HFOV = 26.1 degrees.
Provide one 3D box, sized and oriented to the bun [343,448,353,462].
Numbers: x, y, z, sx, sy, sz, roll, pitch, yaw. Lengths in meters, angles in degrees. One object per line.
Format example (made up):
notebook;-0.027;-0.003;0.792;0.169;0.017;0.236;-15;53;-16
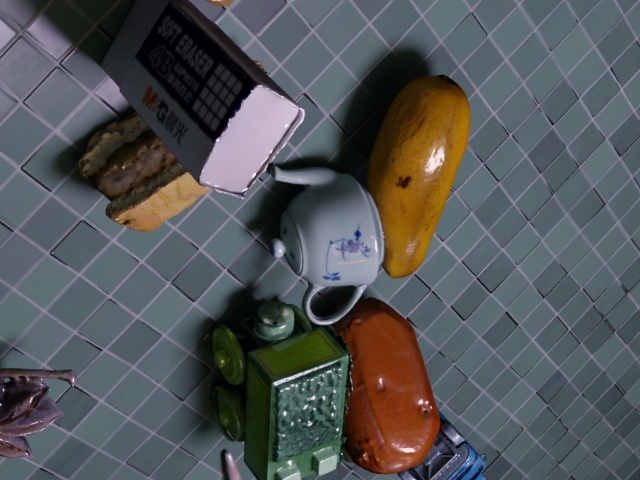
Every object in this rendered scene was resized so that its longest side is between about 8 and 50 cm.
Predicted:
bun;0.079;0.340;2.275;0.086;0.086;0.054;11;73;-43

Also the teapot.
teapot;0.000;0.000;1.892;0.159;0.159;0.232;-16;100;-29

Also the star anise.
star anise;-0.427;0.225;1.764;0.262;0.081;0.230;-39;138;8

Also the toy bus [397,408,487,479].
toy bus;0.151;0.305;2.169;0.113;0.246;0.134;-45;141;2

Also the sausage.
sausage;0.083;0.212;2.044;0.153;0.268;0.141;-12;168;-20

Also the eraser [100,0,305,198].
eraser;-0.140;-0.173;1.538;0.086;0.287;0.130;22;106;-42

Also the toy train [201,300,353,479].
toy train;-0.058;0.218;1.977;0.159;0.188;0.271;-18;133;-27

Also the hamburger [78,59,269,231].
hamburger;-0.164;-0.117;1.700;0.262;0.124;0.131;-33;155;-8

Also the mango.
mango;0.126;-0.093;1.915;0.177;0.120;0.294;-61;170;-58

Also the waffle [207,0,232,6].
waffle;-0.177;-0.408;1.472;0.328;0.098;0.224;23;103;-47

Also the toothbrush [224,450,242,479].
toothbrush;-0.120;0.448;2.204;0.030;0.025;0.307;-25;127;-17
